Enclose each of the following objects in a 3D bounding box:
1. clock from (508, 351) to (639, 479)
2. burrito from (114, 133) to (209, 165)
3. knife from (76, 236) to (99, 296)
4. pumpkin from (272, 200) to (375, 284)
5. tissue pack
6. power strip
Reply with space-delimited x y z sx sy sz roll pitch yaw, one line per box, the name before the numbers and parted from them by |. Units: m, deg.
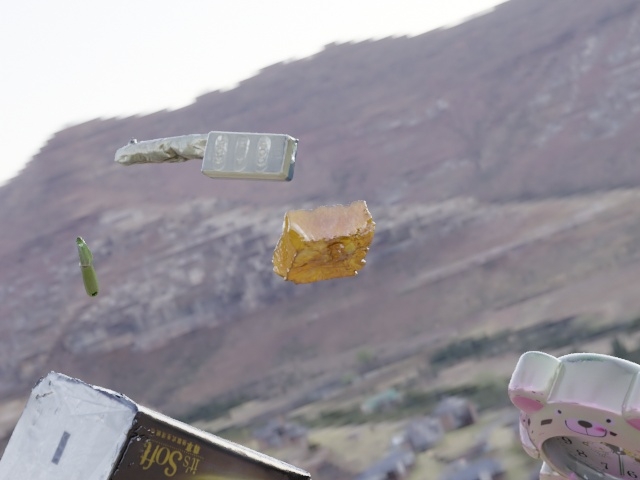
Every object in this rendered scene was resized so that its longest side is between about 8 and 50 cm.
clock | 0.399 0.264 2.007 0.284 0.309 0.114 9 61 36
burrito | -0.228 -0.135 2.280 0.185 0.045 0.041 -4 45 33
knife | -0.333 0.041 2.156 0.022 0.026 0.184 -23 -22 -12
pumpkin | 0.000 0.000 1.316 0.083 0.054 0.074 -10 -32 -24
tissue pack | -0.206 0.305 1.814 0.198 0.210 0.370 23 -5 41
power strip | -0.086 -0.103 1.844 0.123 0.056 0.032 4 -12 29
